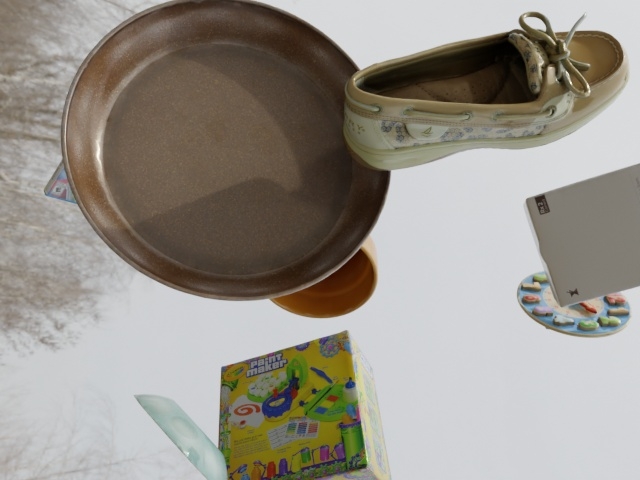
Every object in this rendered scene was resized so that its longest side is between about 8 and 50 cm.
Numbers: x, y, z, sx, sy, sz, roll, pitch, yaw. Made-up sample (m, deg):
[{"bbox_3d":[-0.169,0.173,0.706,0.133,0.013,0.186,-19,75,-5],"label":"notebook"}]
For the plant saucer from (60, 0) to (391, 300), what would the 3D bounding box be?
[{"bbox_3d":[-0.082,-0.092,0.547,0.050,0.310,0.311,138,-49,-69],"label":"plant saucer"}]

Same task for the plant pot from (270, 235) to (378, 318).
[{"bbox_3d":[0.000,0.000,0.987,0.205,0.205,0.188,-44,-157,34],"label":"plant pot"}]

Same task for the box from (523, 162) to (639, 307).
[{"bbox_3d":[0.441,-0.007,0.893,0.181,0.119,0.181,-18,-95,18],"label":"box"}]

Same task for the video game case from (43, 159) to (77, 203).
[{"bbox_3d":[-0.281,-0.112,0.762,0.166,0.119,0.015,-51,-127,17],"label":"video game case"}]

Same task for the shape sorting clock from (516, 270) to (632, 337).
[{"bbox_3d":[0.486,0.115,1.076,0.206,0.206,0.041,39,-43,45],"label":"shape sorting clock"}]

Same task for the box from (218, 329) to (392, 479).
[{"bbox_3d":[-0.035,0.371,1.110,0.289,0.177,0.279,-18,-133,12],"label":"box"}]

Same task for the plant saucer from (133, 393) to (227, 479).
[{"bbox_3d":[-0.189,0.280,0.800,0.037,0.195,0.194,-42,-142,-21],"label":"plant saucer"}]

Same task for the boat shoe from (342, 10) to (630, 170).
[{"bbox_3d":[0.159,-0.141,0.514,0.089,0.284,0.105,82,-11,-63],"label":"boat shoe"}]
